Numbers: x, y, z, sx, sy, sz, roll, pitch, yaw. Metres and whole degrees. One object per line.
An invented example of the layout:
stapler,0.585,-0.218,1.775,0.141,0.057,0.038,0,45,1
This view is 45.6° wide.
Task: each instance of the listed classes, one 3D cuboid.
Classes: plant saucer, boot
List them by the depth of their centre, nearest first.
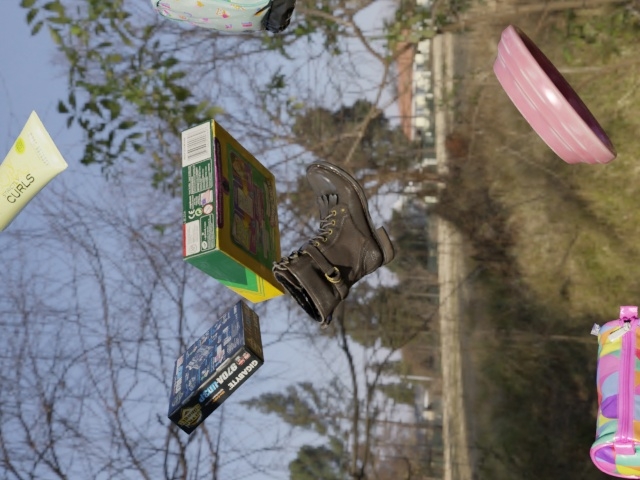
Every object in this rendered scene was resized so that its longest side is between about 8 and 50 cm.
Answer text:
boot,0.000,0.000,1.377,0.229,0.263,0.091,-34,-3,-35
plant saucer,0.452,-0.274,1.504,0.332,0.084,0.332,38,-152,-24

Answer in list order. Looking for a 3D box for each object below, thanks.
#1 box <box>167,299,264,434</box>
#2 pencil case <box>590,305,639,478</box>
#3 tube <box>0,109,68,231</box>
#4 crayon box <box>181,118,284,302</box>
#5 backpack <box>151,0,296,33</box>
box,-0.179,0.209,1.305,0.051,0.175,0.220,45,-175,-16
pencil case,0.434,0.212,1.071,0.104,0.105,0.236,81,-159,-45
tube,-0.446,-0.091,1.123,0.070,0.240,0.062,30,-133,-28
crayon box,-0.217,-0.066,1.899,0.313,0.106,0.362,42,-144,-55
backpack,-0.119,-0.321,0.944,0.152,0.182,0.115,136,143,-76
